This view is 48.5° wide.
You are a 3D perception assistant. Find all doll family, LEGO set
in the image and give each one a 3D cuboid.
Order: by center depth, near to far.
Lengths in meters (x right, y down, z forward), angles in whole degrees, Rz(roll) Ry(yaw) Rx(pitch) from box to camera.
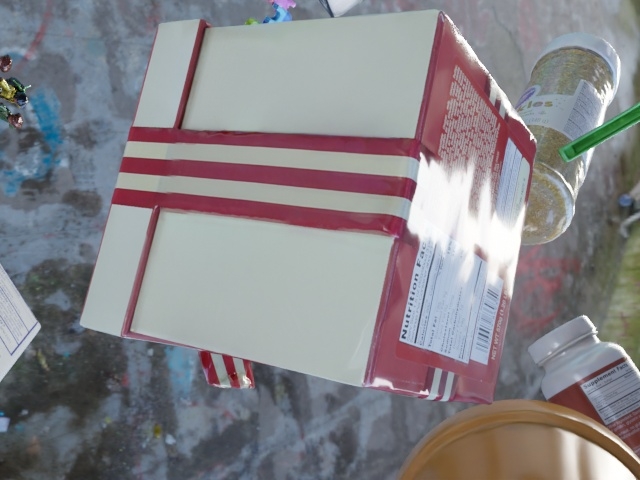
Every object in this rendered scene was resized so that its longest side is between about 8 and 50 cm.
[{"bbox_3d":[-0.528,-0.253,1.145,0.076,0.111,0.193,-61,165,-15],"label":"doll family"},{"bbox_3d":[-0.102,-0.380,1.382,0.093,0.087,0.227,21,109,-43],"label":"LEGO set"}]

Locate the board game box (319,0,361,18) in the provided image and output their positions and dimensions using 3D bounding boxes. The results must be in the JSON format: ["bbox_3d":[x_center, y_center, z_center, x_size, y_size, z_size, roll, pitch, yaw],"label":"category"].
[{"bbox_3d":[0.091,-0.396,0.880,0.042,0.243,0.165,56,3,16],"label":"board game box"}]

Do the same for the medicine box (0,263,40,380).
[{"bbox_3d":[-0.529,0.155,0.866,0.149,0.264,0.289,63,2,-15],"label":"medicine box"}]

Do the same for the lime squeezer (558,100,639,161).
[{"bbox_3d":[0.350,-0.144,0.578,0.059,0.310,0.110,50,39,-17],"label":"lime squeezer"}]

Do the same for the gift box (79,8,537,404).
[{"bbox_3d":[0.000,0.000,0.546,0.276,0.258,0.255,34,67,-56],"label":"gift box"}]

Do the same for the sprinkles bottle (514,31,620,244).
[{"bbox_3d":[0.303,-0.144,0.928,0.121,0.121,0.355,59,43,-24],"label":"sprinkles bottle"}]

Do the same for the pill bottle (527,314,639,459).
[{"bbox_3d":[0.369,0.213,0.929,0.121,0.121,0.216,-3,56,-48],"label":"pill bottle"}]

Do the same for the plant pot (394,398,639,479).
[{"bbox_3d":[0.192,0.300,0.641,0.203,0.291,0.290,31,58,-77],"label":"plant pot"}]
